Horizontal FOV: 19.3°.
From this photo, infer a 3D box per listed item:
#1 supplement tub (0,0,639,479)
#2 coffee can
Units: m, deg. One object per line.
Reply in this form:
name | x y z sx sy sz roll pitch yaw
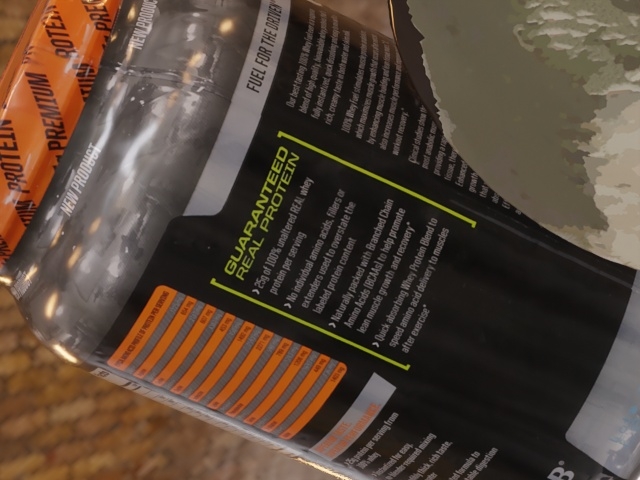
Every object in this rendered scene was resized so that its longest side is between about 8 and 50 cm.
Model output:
supplement tub | 0.000 0.000 0.911 0.207 0.338 0.207 -59 14 25
coffee can | 0.173 -0.146 0.700 0.275 0.201 0.201 -53 -17 -40
